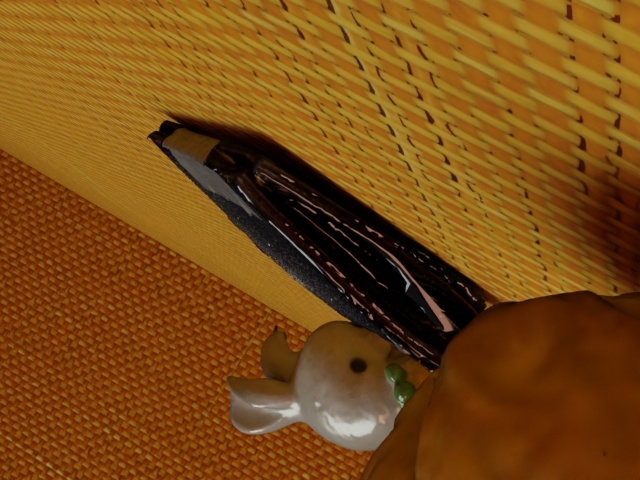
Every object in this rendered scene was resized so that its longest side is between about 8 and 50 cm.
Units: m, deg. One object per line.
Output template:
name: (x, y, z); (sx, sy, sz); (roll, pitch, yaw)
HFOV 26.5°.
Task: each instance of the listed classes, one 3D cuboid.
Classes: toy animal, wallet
toy animal: (0.069, 0.187, 1.548); (0.310, 0.183, 0.247); (31, 141, -25)
wallet: (0.000, 0.000, 1.053); (0.262, 0.071, 0.221); (38, 177, -26)

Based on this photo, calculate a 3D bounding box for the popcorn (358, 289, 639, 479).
popcorn: (0.159, 0.205, 0.557); (0.344, 0.354, 0.390); (13, 180, -24)
